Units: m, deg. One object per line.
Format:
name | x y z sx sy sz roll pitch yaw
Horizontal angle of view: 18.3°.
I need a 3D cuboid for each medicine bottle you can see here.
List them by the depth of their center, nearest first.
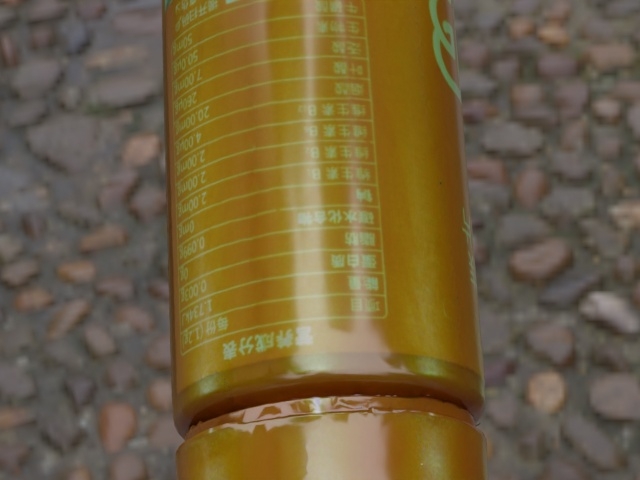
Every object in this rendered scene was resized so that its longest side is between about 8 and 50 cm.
medicine bottle | 0.000 0.000 0.615 0.096 0.096 0.192 -5 69 2
